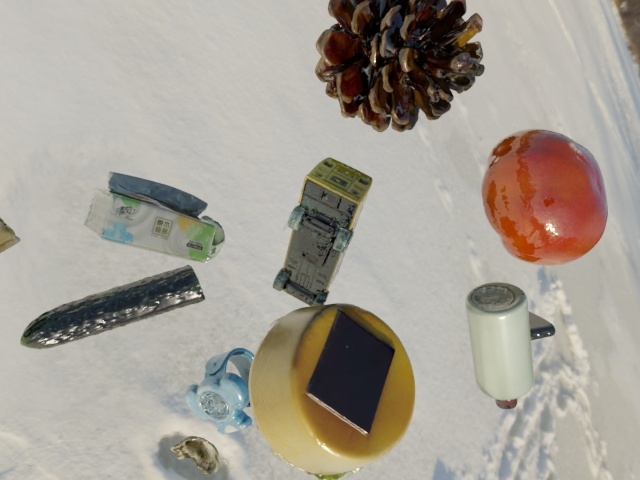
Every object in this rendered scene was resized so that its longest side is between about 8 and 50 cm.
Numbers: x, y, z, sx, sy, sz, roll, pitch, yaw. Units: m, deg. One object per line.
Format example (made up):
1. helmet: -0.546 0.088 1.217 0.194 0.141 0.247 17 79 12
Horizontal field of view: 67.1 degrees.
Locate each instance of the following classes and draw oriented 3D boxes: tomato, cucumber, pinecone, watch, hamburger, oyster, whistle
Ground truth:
1. tomato: 0.408 -0.080 0.876 0.260 0.180 0.260 14 69 -41
2. cucumber: -0.257 0.087 0.606 0.214 0.058 0.052 -18 122 -23
3. pinecone: 0.199 -0.424 1.090 0.384 0.384 0.384 25 55 -42
4. watch: -0.245 0.411 1.359 0.211 0.211 0.193 62 30 -10
5. hamburger: 0.019 0.254 0.831 0.300 0.176 0.300 15 61 -30
6. oyster: -0.241 0.421 0.944 0.080 0.038 0.083 -20 85 -16
7. whistle: -0.300 -0.006 1.247 0.110 0.244 0.092 -27 80 -19

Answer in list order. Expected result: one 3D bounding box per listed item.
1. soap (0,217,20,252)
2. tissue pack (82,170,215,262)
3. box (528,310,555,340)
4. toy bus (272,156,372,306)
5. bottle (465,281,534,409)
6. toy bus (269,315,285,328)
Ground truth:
1. soap: -0.462 0.012 0.507 0.076 0.135 0.233 43 63 12
2. tissue pack: -0.355 -0.052 1.032 0.229 0.159 0.145 18 88 -39
3. box: 0.402 0.177 1.002 0.125 0.126 0.027 -7 102 -10
4. toy bus: 0.000 0.000 0.965 0.121 0.335 0.123 26 48 8
5. bottle: 0.324 0.202 0.866 0.104 0.104 0.245 -48 129 -50
6. toy bus: -0.071 0.248 1.203 0.131 0.052 0.037 51 18 9
